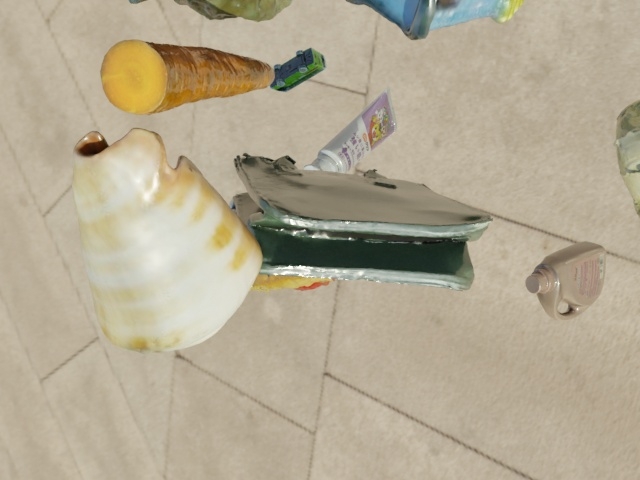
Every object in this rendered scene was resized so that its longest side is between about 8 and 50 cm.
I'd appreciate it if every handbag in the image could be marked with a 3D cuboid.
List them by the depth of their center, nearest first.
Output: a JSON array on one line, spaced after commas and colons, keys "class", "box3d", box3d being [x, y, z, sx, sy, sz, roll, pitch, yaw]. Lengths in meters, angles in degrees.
[{"class": "handbag", "box3d": [0.031, -0.030, 0.888, 0.260, 0.247, 0.079, -120, 36, -68]}]

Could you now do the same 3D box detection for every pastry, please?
[{"class": "pastry", "box3d": [0.424, -0.106, 0.987, 0.088, 0.165, 0.166, -10, 95, 44]}]

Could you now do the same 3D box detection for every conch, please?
[{"class": "conch", "box3d": [-0.146, 0.023, 0.691, 0.158, 0.255, 0.127, 1, 58, 19]}]

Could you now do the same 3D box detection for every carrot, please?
[{"class": "carrot", "box3d": [-0.091, -0.139, 0.686, 0.057, 0.224, 0.057, 5, 103, 25]}]

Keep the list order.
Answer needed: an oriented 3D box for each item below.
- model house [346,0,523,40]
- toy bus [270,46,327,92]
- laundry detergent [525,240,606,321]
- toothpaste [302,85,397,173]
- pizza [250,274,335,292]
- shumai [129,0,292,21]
[{"class": "model house", "box3d": [0.181, -0.404, 0.989, 0.215, 0.303, 0.237, 44, 139, 32]}, {"class": "toy bus", "box3d": [-0.034, -0.237, 1.121, 0.083, 0.037, 0.031, -23, 67, 35]}, {"class": "laundry detergent", "box3d": [0.540, 0.105, 1.780, 0.076, 0.237, 0.171, 19, 119, 46]}, {"class": "toothpaste", "box3d": [0.079, -0.219, 1.769, 0.073, 0.299, 0.114, 16, 138, 40]}, {"class": "pizza", "box3d": [0.000, 0.000, 1.393, 0.440, 0.406, 0.130, 5, 113, 56]}, {"class": "shumai", "box3d": [-0.151, -0.329, 0.797, 0.221, 0.261, 0.225, 0, 69, 19]}]
